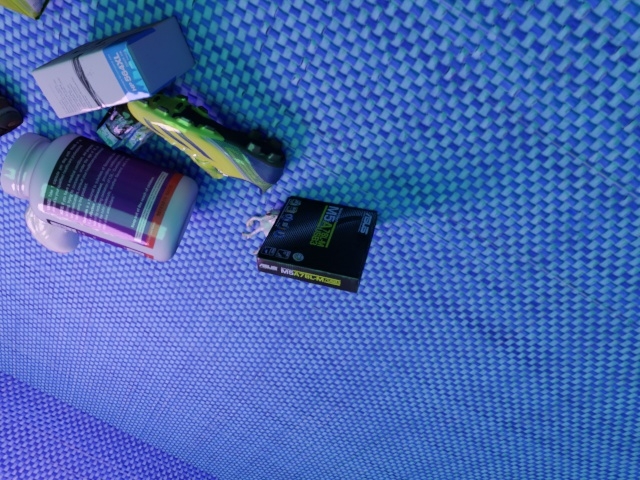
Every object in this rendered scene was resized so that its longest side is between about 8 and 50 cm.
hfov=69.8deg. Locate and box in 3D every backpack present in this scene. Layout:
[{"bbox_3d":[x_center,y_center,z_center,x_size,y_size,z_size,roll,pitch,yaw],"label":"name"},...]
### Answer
[{"bbox_3d":[-0.350,-0.216,0.847,0.114,0.105,0.084,-23,118,35],"label":"backpack"}]

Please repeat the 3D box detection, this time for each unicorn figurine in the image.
[{"bbox_3d":[-0.109,-0.017,0.968,0.111,0.060,0.162,-13,139,27],"label":"unicorn figurine"}]

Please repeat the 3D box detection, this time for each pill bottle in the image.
[{"bbox_3d":[-0.417,-0.091,0.895,0.322,0.182,0.182,21,133,-12],"label":"pill bottle"}]

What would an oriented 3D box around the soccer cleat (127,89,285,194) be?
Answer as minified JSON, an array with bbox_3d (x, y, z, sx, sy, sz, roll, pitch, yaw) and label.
[{"bbox_3d":[-0.204,-0.166,0.816,0.288,0.094,0.121,22,126,-17],"label":"soccer cleat"}]

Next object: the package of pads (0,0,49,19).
[{"bbox_3d":[-0.529,-0.456,0.619,0.228,0.101,0.296,22,169,2],"label":"package of pads"}]

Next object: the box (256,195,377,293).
[{"bbox_3d":[0.000,0.000,0.847,0.183,0.191,0.045,11,132,12],"label":"box"}]

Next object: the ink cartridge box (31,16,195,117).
[{"bbox_3d":[-0.336,-0.284,0.754,0.202,0.148,0.086,-4,128,21],"label":"ink cartridge box"}]

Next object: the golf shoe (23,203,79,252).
[{"bbox_3d":[-0.591,-0.082,1.043,0.140,0.115,0.307,12,133,6],"label":"golf shoe"}]

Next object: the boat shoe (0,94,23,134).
[{"bbox_3d":[-0.777,-0.242,0.979,0.323,0.123,0.120,-20,115,22],"label":"boat shoe"}]
